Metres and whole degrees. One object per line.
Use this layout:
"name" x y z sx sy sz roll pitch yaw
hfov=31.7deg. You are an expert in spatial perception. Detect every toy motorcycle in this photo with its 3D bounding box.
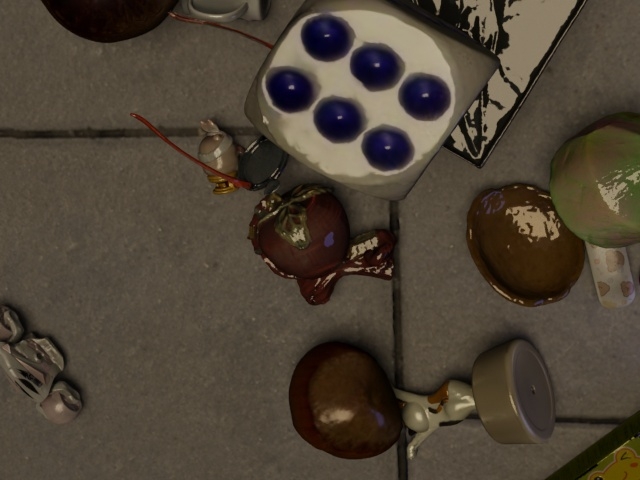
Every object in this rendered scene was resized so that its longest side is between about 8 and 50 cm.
"toy motorcycle" -0.527 0.230 2.028 0.112 0.112 0.254 -34 97 16

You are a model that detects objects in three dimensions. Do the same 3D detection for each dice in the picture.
"dice" 0.070 -0.209 1.526 0.259 0.251 0.243 33 106 2

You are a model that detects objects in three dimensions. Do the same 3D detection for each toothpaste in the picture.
"toothpaste" 0.504 0.391 1.900 0.327 0.077 0.110 -41 96 17

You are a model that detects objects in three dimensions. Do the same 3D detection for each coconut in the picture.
"coconut" 0.461 -0.094 1.694 0.236 0.236 0.204 14 66 7

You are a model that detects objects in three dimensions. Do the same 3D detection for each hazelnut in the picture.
"hazelnut" 0.029 0.280 1.897 0.210 0.186 0.210 3 104 12

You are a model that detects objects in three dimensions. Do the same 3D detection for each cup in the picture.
"cup" -0.154 -0.389 1.803 0.133 0.099 0.136 7 73 7

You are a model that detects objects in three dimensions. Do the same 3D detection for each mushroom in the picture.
"mushroom" -0.332 -0.433 1.684 0.278 0.163 0.297 -21 123 16

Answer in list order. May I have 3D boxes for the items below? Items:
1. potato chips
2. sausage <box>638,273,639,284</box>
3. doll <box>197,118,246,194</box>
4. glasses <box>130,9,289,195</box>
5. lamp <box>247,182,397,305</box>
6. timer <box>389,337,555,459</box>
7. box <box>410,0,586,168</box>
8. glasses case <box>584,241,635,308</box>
"potato chips" 0.325 0.009 1.829 0.208 0.062 0.195 32 76 5
"sausage" 0.561 -0.032 1.807 0.034 0.034 0.253 18 107 5
"doll" -0.163 -0.147 1.897 0.084 0.073 0.127 -17 107 -20
"glasses" -0.142 -0.215 1.765 0.118 0.268 0.234 25 93 46
"lamp" -0.002 -0.011 1.867 0.215 0.151 0.223 -21 142 20
"timer" 0.239 0.276 1.898 0.266 0.175 0.175 -18 100 30
"box" 0.223 -0.316 1.709 0.251 0.204 0.345 31 107 2
"glasses case" 0.469 0.032 1.835 0.063 0.041 0.164 -13 101 13
